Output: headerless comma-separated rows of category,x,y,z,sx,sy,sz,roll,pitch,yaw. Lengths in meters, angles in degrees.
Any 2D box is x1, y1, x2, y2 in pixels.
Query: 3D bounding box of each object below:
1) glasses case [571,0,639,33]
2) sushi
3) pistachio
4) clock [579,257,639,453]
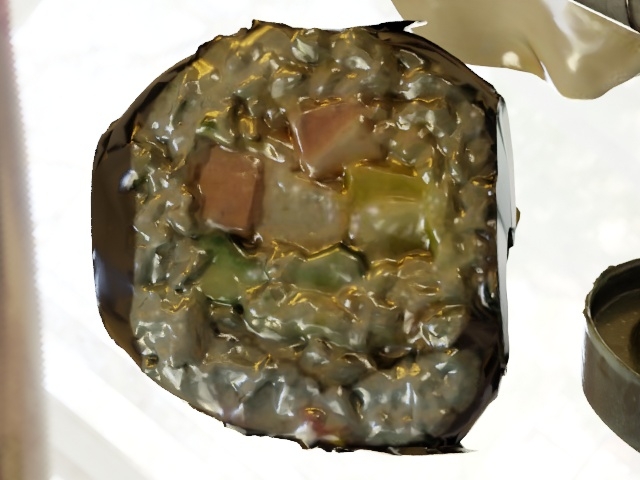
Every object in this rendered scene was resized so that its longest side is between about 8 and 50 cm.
glasses case,0.129,-0.243,1.246,0.060,0.299,0.114,-18,-54,-33
sushi,0.000,0.000,1.443,0.285,0.329,0.328,6,-98,-88
pistachio,0.217,-0.341,1.898,0.281,0.445,0.365,-26,-24,-49
clock,0.426,0.124,1.691,0.386,0.386,0.076,-40,-37,-58
